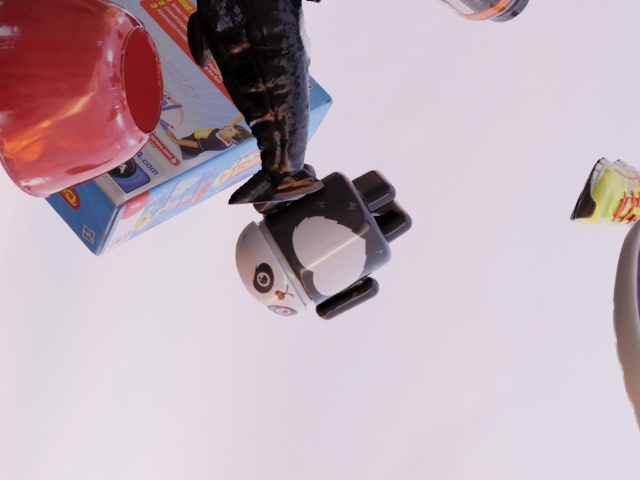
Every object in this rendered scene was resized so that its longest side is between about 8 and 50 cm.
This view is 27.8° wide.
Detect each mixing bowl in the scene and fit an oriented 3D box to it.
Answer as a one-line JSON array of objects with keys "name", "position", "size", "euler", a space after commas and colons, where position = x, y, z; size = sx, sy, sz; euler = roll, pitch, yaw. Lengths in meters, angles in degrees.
[{"name": "mixing bowl", "position": [-0.188, -0.126, 1.050], "size": [0.181, 0.098, 0.181], "euler": [-1, 90, -76]}]

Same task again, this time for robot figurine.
[{"name": "robot figurine", "position": [0.001, 0.002, 2.014], "size": [0.278, 0.209, 0.173], "euler": [-30, 165, -1]}]

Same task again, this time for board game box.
[{"name": "board game box", "position": [-0.198, -0.172, 1.320], "size": [0.302, 0.308, 0.086], "euler": [-30, 162, -40]}]

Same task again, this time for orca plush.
[{"name": "orca plush", "position": [-0.082, -0.175, 1.160], "size": [0.151, 0.102, 0.287], "euler": [-2, -94, 31]}]

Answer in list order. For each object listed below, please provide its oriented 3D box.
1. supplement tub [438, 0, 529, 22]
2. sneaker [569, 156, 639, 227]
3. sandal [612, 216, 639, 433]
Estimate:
[{"name": "supplement tub", "position": [0.159, -0.310, 1.434], "size": [0.106, 0.198, 0.106], "euler": [-12, -110, 35]}, {"name": "sneaker", "position": [0.380, -0.051, 1.604], "size": [0.094, 0.208, 0.081], "euler": [32, -64, 21]}, {"name": "sandal", "position": [0.306, 0.158, 0.860], "size": [0.102, 0.169, 0.416], "euler": [-37, -128, 49]}]
